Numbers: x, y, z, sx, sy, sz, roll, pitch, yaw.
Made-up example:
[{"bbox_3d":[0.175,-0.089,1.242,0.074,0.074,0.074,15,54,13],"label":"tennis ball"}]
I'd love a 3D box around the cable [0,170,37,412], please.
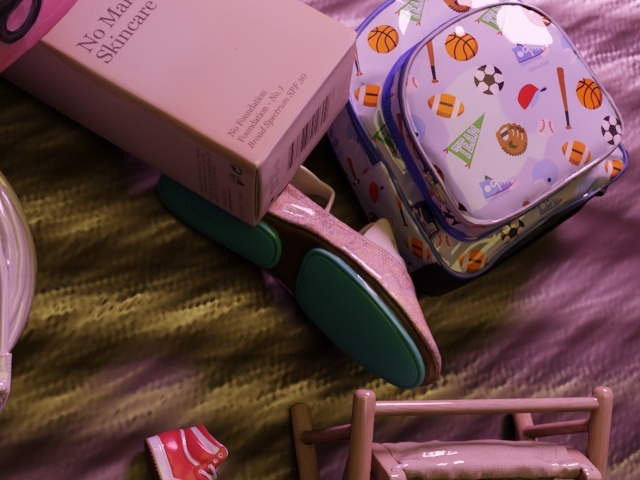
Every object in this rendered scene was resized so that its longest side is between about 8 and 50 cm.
[{"bbox_3d":[-0.359,0.022,0.935,0.257,0.089,0.257,16,71,-17],"label":"cable"}]

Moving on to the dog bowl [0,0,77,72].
[{"bbox_3d":[-0.325,-0.229,0.860,0.408,0.408,0.150,-55,134,-23],"label":"dog bowl"}]

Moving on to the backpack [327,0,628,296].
[{"bbox_3d":[0.133,-0.113,1.107,0.276,0.213,0.263,-31,80,-22],"label":"backpack"}]

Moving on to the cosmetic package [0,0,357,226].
[{"bbox_3d":[-0.140,-0.165,0.996,0.309,0.113,0.160,30,67,10],"label":"cosmetic package"}]

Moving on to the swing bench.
[{"bbox_3d":[0.120,0.263,1.027,0.253,0.165,0.255,2,77,-22],"label":"swing bench"}]

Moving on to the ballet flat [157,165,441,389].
[{"bbox_3d":[0.000,0.000,1.043,0.316,0.107,0.106,39,52,10],"label":"ballet flat"}]

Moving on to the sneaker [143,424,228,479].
[{"bbox_3d":[-0.104,0.218,1.015,0.067,0.042,0.118,-17,82,-21],"label":"sneaker"}]
